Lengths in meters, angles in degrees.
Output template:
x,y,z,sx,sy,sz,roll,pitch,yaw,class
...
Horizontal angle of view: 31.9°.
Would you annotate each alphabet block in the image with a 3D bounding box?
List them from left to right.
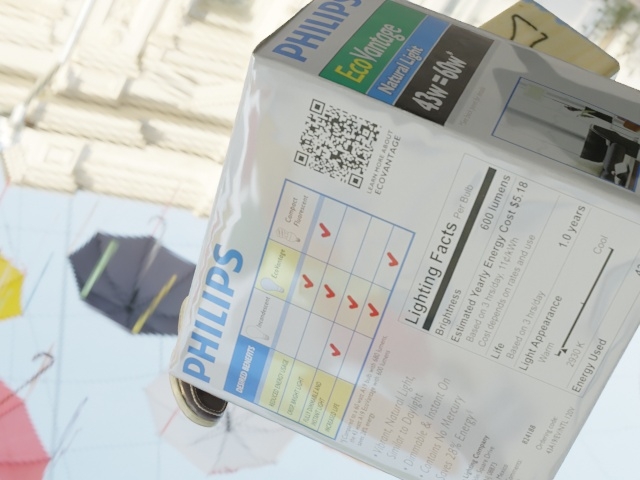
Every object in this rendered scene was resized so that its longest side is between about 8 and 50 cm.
x,y,z,sx,sy,sz,roll,pitch,yaw,class
0.283,-0.202,1.635,0.197,0.193,0.192,-35,-116,-29,alphabet block

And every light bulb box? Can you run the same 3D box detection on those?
x,y,z,sx,sy,sz,roll,pitch,yaw,class
0.098,0.009,1.011,0.361,0.358,0.225,23,-146,8,light bulb box

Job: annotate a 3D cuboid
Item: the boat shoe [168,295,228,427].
x,y,z,sx,sy,sz,roll,pitch,yaw,class
-0.182,0.176,1.855,0.103,0.092,0.285,28,-145,-24,boat shoe
